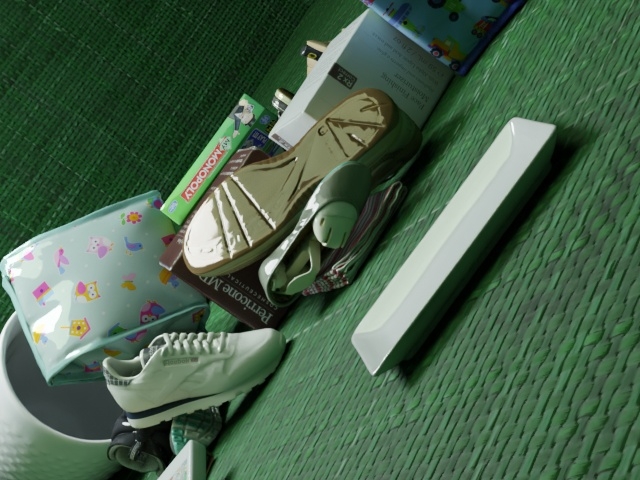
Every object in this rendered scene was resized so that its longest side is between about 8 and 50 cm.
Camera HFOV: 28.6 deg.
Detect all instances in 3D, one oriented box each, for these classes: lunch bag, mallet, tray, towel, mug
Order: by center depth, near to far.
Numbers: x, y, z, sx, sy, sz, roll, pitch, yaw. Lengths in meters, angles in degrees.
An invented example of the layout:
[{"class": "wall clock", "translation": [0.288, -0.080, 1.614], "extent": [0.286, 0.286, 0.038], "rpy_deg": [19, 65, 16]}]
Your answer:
[{"class": "tray", "translation": [0.126, 0.006, 1.155], "extent": [0.270, 0.030, 0.145], "rpy_deg": [-54, 12, 3]}, {"class": "towel", "translation": [0.033, -0.002, 1.576], "extent": [0.144, 0.029, 0.197], "rpy_deg": [-57, 11, -16]}, {"class": "lunch bag", "translation": [0.145, -0.377, 1.720], "extent": [0.138, 0.221, 0.293], "rpy_deg": [-50, 12, 21]}, {"class": "mallet", "translation": [0.060, -0.250, 1.825], "extent": [0.062, 0.189, 0.039], "rpy_deg": [-41, 41, 33]}, {"class": "lunch bag", "translation": [-0.322, 0.081, 1.864], "extent": [0.262, 0.223, 0.160], "rpy_deg": [-21, -22, -15]}, {"class": "mug", "translation": [-0.378, 0.254, 2.041], "extent": [0.374, 0.276, 0.328], "rpy_deg": [-25, -19, -39]}]

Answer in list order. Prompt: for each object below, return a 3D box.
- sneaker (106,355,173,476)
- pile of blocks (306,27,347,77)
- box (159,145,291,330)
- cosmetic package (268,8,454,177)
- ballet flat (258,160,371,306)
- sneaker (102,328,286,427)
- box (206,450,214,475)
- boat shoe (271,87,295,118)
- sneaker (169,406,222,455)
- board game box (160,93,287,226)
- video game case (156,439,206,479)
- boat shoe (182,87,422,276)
[{"class": "sneaker", "translation": [-0.237, 0.249, 1.774], "extent": [0.268, 0.101, 0.153], "rpy_deg": [93, -165, -82]}, {"class": "pile of blocks", "translation": [0.109, -0.286, 1.986], "extent": [0.112, 0.149, 0.362], "rpy_deg": [-12, -2, -30]}, {"class": "box", "translation": [-0.094, -0.001, 1.740], "extent": [0.203, 0.168, 0.167], "rpy_deg": [-56, 12, -6]}, {"class": "cosmetic package", "translation": [0.054, -0.184, 1.711], "extent": [0.184, 0.151, 0.151], "rpy_deg": [-59, 12, -19]}, {"class": "ballet flat", "translation": [0.000, 0.000, 1.498], "extent": [0.213, 0.072, 0.068], "rpy_deg": [-51, 36, 30]}, {"class": "sneaker", "translation": [-0.157, 0.154, 1.567], "extent": [0.235, 0.095, 0.090], "rpy_deg": [-23, 18, 10]}, {"class": "box", "translation": [-0.210, 0.361, 1.534], "extent": [0.201, 0.021, 0.164], "rpy_deg": [-46, 14, 41]}, {"class": "boat shoe", "translation": [-0.031, -0.191, 2.105], "extent": [0.073, 0.080, 0.223], "rpy_deg": [-52, -20, 5]}, {"class": "sneaker", "translation": [-0.163, 0.243, 1.630], "extent": [0.166, 0.065, 0.076], "rpy_deg": [-71, 3, -66]}, {"class": "board game box", "translation": [-0.105, -0.092, 1.964], "extent": [0.213, 0.046, 0.317], "rpy_deg": [-54, -21, 4]}, {"class": "video game case", "translation": [-0.192, 0.356, 1.373], "extent": [0.206, 0.026, 0.227], "rpy_deg": [-51, 21, 19]}, {"class": "boat shoe", "translation": [-0.022, -0.051, 1.584], "extent": [0.341, 0.110, 0.121], "rpy_deg": [-34, 54, 17]}]
